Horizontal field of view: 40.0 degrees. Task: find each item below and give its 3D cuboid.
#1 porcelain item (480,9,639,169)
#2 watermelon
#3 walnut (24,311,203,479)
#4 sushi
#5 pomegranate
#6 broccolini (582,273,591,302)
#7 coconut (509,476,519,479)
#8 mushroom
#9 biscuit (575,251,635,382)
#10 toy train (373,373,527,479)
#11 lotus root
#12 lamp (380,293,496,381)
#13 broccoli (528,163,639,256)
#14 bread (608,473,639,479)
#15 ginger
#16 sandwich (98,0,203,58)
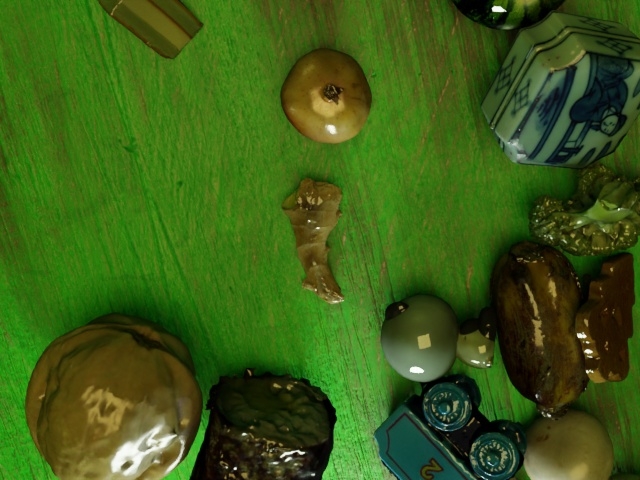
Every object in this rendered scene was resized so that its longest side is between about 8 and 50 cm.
[{"bbox_3d":[0.479,-0.280,1.693,0.285,0.157,0.281,4,134,-26],"label":"porcelain item"},{"bbox_3d":[0.358,-0.528,1.662,0.268,0.269,0.269,0,104,1],"label":"watermelon"},{"bbox_3d":[-0.428,0.338,1.842,0.383,0.383,0.384,0,104,1],"label":"walnut"},{"bbox_3d":[-0.122,0.458,1.889,0.299,0.281,0.294,6,111,-17],"label":"sushi"},{"bbox_3d":[0.015,-0.288,1.760,0.191,0.191,0.191,0,104,1],"label":"pomegranate"},{"bbox_3d":[0.589,0.192,1.939,0.051,0.054,0.239,3,102,15],"label":"broccolini"},{"bbox_3d":[0.421,0.594,2.004,0.122,0.116,0.116,-14,103,4],"label":"coconut"},{"bbox_3d":[0.557,0.481,1.955,0.204,0.204,0.204,0,104,1],"label":"mushroom"},{"bbox_3d":[0.610,0.157,1.856,0.043,0.301,0.278,2,144,39],"label":"biscuit"},{"bbox_3d":[0.281,0.448,1.914,0.300,0.188,0.265,45,103,13],"label":"toy train"},{"bbox_3d":[0.472,0.192,1.869,0.195,0.179,0.398,-11,106,5],"label":"lotus root"},{"bbox_3d":[0.250,0.209,1.872,0.243,0.198,0.198,3,104,8],"label":"lamp"},{"bbox_3d":[0.546,-0.076,1.773,0.254,0.302,0.186,-18,64,33],"label":"broccoli"},{"bbox_3d":[0.707,0.717,1.956,0.348,0.253,0.376,-23,109,-5],"label":"bread"},{"bbox_3d":[0.000,0.000,1.889,0.131,0.086,0.295,-14,111,-5],"label":"ginger"},{"bbox_3d":[-0.358,-0.484,1.806,0.117,0.144,0.187,-45,135,11],"label":"sandwich"}]
